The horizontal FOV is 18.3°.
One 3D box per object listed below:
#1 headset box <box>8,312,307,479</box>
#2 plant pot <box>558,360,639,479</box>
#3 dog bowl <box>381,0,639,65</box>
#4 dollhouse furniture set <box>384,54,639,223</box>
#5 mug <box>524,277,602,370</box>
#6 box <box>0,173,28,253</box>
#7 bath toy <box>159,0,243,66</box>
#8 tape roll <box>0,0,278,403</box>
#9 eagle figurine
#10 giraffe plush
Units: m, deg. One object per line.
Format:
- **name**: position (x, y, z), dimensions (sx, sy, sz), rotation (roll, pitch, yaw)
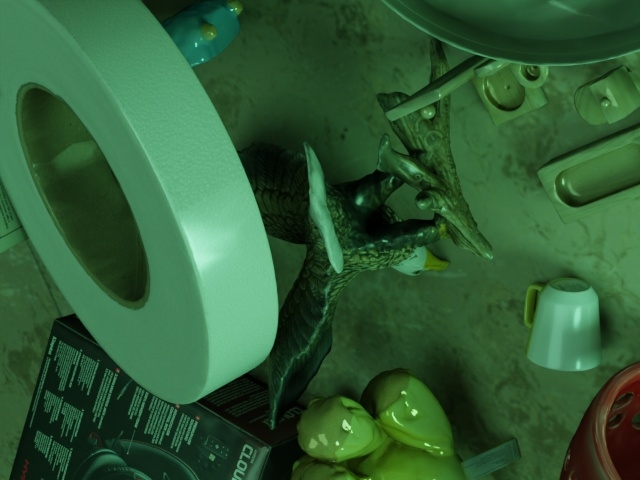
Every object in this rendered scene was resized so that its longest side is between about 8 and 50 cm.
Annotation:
- **headset box**: position (-0.141, 0.222, 1.903), dimensions (0.293, 0.110, 0.218), rotation (27, 112, 24)
- **plant pot**: position (0.273, 0.215, 1.555), dimensions (0.191, 0.191, 0.174), rotation (37, 138, 17)
- **dog bowl**: position (0.157, -0.298, 1.339), dimensions (0.349, 0.102, 0.348), rotation (2, 106, 7)
- **dollhouse furniture set**: position (0.166, -0.076, 1.522), dimensions (0.144, 0.123, 0.151), rotation (-22, 98, 43)
- **mug**: position (0.193, 0.064, 1.622), dimensions (0.078, 0.062, 0.064), rotation (12, 112, 26)
- **box**: position (-0.331, -0.067, 1.844), dimensions (0.127, 0.232, 0.148), rotation (-3, 111, 42)
- **bath toy**: position (-0.188, -0.305, 1.660), dimensions (0.129, 0.151, 0.348), rotation (-12, 104, 26)
- **tape roll**: position (-0.172, -0.051, 1.642), dimensions (0.392, 0.072, 0.392), rotation (47, 153, 33)
- **eagle figurine**: position (0.008, 0.006, 1.653), dimensions (0.298, 0.226, 0.225), rotation (-27, 115, 38)
- **giraffe plush**: position (0.042, 0.203, 1.754), dimensions (0.170, 0.210, 0.181), rotation (-6, 85, 57)
